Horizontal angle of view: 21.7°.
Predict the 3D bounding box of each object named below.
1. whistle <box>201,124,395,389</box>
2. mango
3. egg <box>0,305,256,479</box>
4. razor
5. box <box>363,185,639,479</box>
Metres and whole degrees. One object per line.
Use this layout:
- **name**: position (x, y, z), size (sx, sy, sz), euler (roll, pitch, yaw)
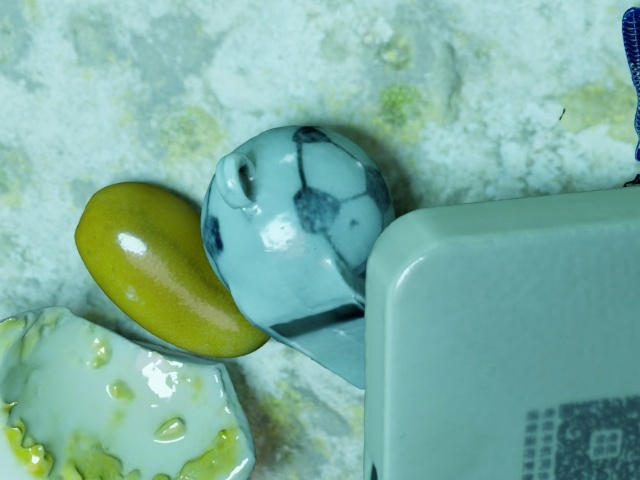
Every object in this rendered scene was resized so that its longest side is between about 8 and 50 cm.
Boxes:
- **whistle**: position (0.000, 0.000, 1.315), size (0.163, 0.163, 0.289), euler (-25, 149, 20)
- **mango**: position (-0.119, 0.028, 1.361), size (0.184, 0.085, 0.102), euler (41, 114, -8)
- **egg**: position (-0.201, 0.158, 1.399), size (0.271, 0.162, 0.206), euler (24, 106, -14)
- **razor**: position (0.244, -0.108, 1.266), size (0.044, 0.028, 0.155), euler (-4, 119, 16)
- **box**: position (0.219, 0.136, 1.309), size (0.373, 0.090, 0.367), euler (-6, 117, -13)
